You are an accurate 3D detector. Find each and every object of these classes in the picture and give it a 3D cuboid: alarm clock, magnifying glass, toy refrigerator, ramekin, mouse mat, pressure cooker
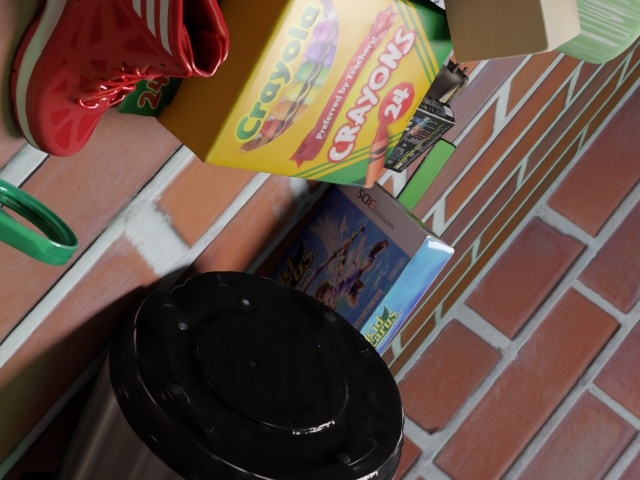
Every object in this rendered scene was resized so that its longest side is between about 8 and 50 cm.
[{"bbox_3d":[0.136,-0.189,1.604,0.192,0.064,0.129,-49,173,7],"label":"alarm clock"},{"bbox_3d":[-0.257,-0.030,0.814,0.026,0.092,0.231,-51,155,7],"label":"magnifying glass"},{"bbox_3d":[0.167,-0.316,1.066,0.094,0.102,0.270,-33,114,-50],"label":"toy refrigerator"},{"bbox_3d":[0.358,-0.378,1.443,0.303,0.148,0.303,-157,-90,-82],"label":"ramekin"},{"bbox_3d":[0.180,-0.103,2.041,0.190,0.007,0.152,-56,164,8],"label":"mouse mat"},{"bbox_3d":[-0.128,0.296,1.360,0.375,0.370,0.420,-37,160,-56],"label":"pressure cooker"}]

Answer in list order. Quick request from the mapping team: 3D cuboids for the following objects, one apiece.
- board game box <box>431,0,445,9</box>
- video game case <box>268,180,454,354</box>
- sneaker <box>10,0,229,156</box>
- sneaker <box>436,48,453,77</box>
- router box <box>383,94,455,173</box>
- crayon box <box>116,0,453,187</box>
[{"bbox_3d":[0.052,-0.244,1.244,0.317,0.064,0.242,-55,164,10],"label":"board game box"},{"bbox_3d":[0.033,0.057,1.566,0.061,0.244,0.269,29,101,-35],"label":"video game case"},{"bbox_3d":[-0.146,-0.124,0.816,0.087,0.128,0.221,-37,158,-44],"label":"sneaker"},{"bbox_3d":[0.174,-0.293,1.485,0.228,0.086,0.132,-42,169,0],"label":"sneaker"},{"bbox_3d":[0.108,-0.150,1.520,0.092,0.038,0.122,17,137,-35],"label":"router box"},{"bbox_3d":[-0.017,-0.163,1.048,0.318,0.081,0.202,4,122,-52],"label":"crayon box"}]
